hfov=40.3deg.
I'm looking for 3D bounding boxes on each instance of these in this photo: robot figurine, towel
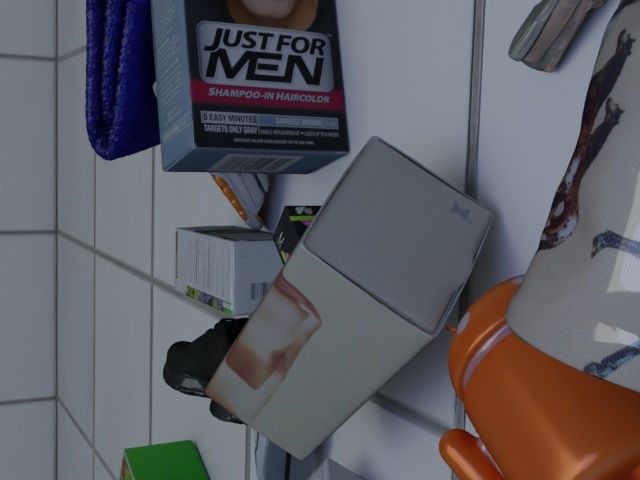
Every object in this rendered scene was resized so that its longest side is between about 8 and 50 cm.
[{"bbox_3d":[0.164,0.110,0.574,0.219,0.128,0.158,-118,33,-43],"label":"robot figurine"},{"bbox_3d":[-0.197,-0.238,1.152,0.308,0.076,0.228,-41,-42,-65],"label":"towel"}]

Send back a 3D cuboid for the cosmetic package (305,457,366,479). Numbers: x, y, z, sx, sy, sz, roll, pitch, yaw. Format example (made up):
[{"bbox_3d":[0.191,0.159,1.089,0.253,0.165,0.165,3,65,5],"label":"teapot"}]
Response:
[{"bbox_3d":[0.003,0.331,0.849,0.099,0.060,0.239,-47,19,18],"label":"cosmetic package"}]

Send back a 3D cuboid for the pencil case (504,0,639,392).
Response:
[{"bbox_3d":[0.204,-0.109,0.406,0.183,0.159,0.410,-85,6,-80],"label":"pencil case"}]

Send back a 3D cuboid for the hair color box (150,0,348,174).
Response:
[{"bbox_3d":[-0.089,-0.270,0.996,0.113,0.185,0.375,-21,73,61],"label":"hair color box"}]

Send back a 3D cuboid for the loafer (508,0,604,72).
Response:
[{"bbox_3d":[0.185,-0.174,0.632,0.125,0.039,0.045,-55,11,45],"label":"loafer"}]

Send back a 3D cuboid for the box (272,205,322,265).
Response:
[{"bbox_3d":[0.000,0.000,0.943,0.062,0.083,0.052,65,145,38],"label":"box"}]

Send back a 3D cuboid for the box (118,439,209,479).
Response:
[{"bbox_3d":[-0.239,0.498,1.396,0.262,0.126,0.231,53,134,48],"label":"box"}]

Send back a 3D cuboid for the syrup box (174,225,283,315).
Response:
[{"bbox_3d":[-0.117,0.034,1.166,0.237,0.093,0.096,9,99,63],"label":"syrup box"}]

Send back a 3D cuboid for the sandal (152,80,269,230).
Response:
[{"bbox_3d":[-0.114,-0.113,1.100,0.102,0.076,0.265,53,176,42],"label":"sandal"}]

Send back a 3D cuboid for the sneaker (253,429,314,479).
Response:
[{"bbox_3d":[-0.041,0.170,1.024,0.091,0.094,0.258,-134,53,-65],"label":"sneaker"}]

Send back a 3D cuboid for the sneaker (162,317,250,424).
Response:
[{"bbox_3d":[-0.129,0.165,1.212,0.286,0.109,0.130,10,90,56],"label":"sneaker"}]

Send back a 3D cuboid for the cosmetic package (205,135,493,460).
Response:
[{"bbox_3d":[0.014,0.065,0.798,0.153,0.129,0.296,-56,1,-40],"label":"cosmetic package"}]
